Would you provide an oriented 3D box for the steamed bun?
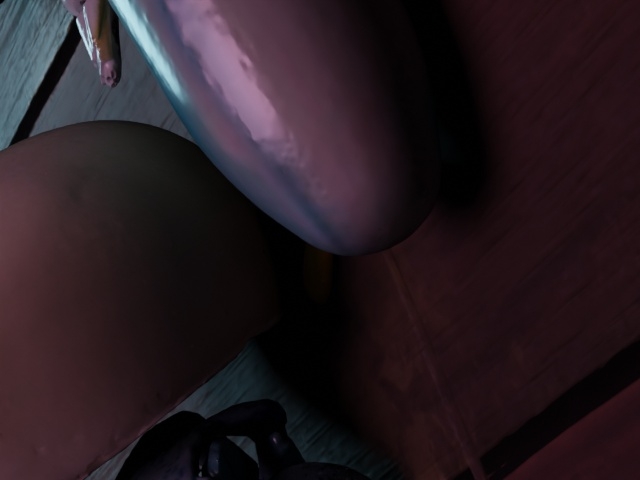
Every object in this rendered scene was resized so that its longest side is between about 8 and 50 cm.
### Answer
[{"bbox_3d":[-0.185,0.051,1.220,0.206,0.324,0.324,51,148,-1],"label":"steamed bun"}]

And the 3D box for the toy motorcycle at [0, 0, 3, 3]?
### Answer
[{"bbox_3d":[-0.405,-0.316,1.583,0.358,0.213,0.125,64,147,24],"label":"toy motorcycle"}]

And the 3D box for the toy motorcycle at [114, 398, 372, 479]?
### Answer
[{"bbox_3d":[-0.061,0.230,1.219,0.154,0.206,0.260,-78,0,-54],"label":"toy motorcycle"}]

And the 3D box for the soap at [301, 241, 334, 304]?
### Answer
[{"bbox_3d":[0.000,0.000,1.193,0.034,0.012,0.089,41,134,48],"label":"soap"}]

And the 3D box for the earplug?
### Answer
[{"bbox_3d":[-0.037,-0.134,1.060,0.324,0.185,0.185,61,147,19],"label":"earplug"}]

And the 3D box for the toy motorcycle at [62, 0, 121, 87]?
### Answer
[{"bbox_3d":[-0.142,-0.203,1.223,0.074,0.151,0.228,104,153,-63],"label":"toy motorcycle"}]
